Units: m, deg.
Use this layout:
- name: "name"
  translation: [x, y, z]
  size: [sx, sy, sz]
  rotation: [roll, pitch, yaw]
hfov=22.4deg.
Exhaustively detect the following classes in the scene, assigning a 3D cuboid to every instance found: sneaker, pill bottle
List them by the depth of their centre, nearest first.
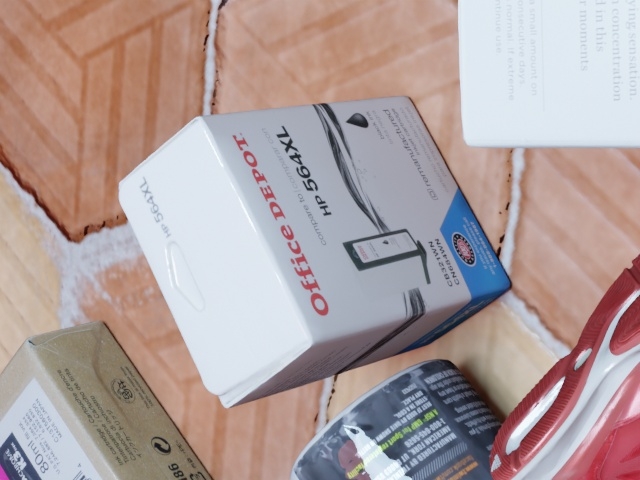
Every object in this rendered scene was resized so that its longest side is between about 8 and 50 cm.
- name: "sneaker"
  translation: [0.210, 0.085, 0.913]
  size: [0.128, 0.087, 0.221]
  rotation: [39, 106, -14]
- name: "pill bottle"
  translation: [0.100, 0.202, 0.968]
  size: [0.246, 0.130, 0.130]
  rotation: [52, 124, 20]

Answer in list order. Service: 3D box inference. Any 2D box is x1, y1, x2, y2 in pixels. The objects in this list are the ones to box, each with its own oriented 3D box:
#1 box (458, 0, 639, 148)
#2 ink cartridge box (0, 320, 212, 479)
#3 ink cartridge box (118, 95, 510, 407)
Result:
- name: "box"
  translation: [0.262, -0.130, 0.731]
  size: [0.345, 0.215, 0.168]
  rotation: [4, 99, 37]
- name: "ink cartridge box"
  translation: [-0.176, 0.212, 1.214]
  size: [0.235, 0.088, 0.193]
  rotation: [52, 123, 19]
- name: "ink cartridge box"
  translation: [0.000, 0.000, 0.966]
  size: [0.086, 0.203, 0.148]
  rotation: [-36, 76, 36]
